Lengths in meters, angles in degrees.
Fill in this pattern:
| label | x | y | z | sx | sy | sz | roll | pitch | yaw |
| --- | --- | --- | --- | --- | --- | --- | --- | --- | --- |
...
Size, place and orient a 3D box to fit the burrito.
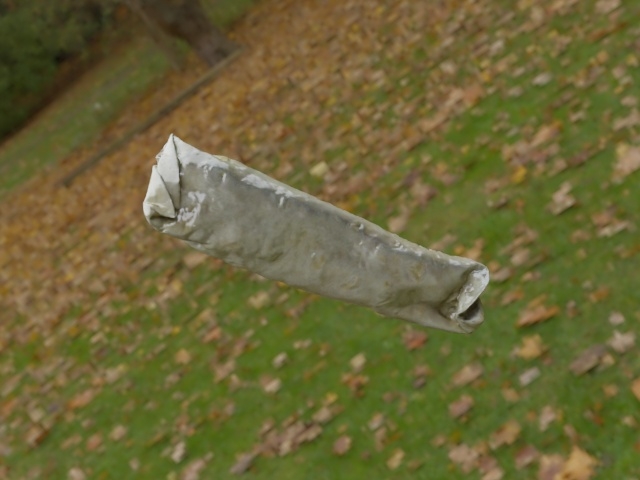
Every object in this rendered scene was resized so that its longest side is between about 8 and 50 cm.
| label | x | y | z | sx | sy | sz | roll | pitch | yaw |
| --- | --- | --- | --- | --- | --- | --- | --- | --- | --- |
| burrito | 0.000 | 0.000 | 1.035 | 0.059 | 0.275 | 0.082 | 132 | 155 | -62 |
